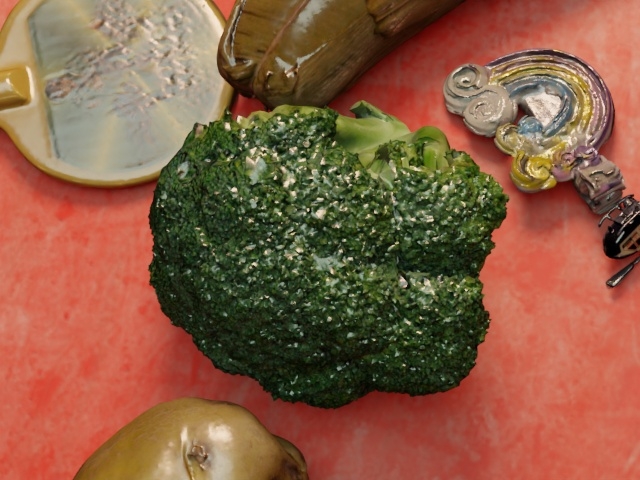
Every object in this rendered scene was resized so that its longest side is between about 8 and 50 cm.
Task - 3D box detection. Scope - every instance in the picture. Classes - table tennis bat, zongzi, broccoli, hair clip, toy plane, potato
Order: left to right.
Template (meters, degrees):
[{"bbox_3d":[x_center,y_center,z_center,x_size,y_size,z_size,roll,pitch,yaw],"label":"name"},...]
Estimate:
[{"bbox_3d":[-0.227,-0.129,1.507,0.320,0.050,0.198,-10,76,0],"label":"table tennis bat"},{"bbox_3d":[-0.108,0.201,1.340,0.200,0.154,0.137,-31,40,4],"label":"potato"},{"bbox_3d":[0.000,0.000,1.361,0.294,0.265,0.245,18,45,40],"label":"broccoli"},{"bbox_3d":[0.093,-0.197,1.439,0.300,0.145,0.274,21,82,5],"label":"zongzi"},{"bbox_3d":[0.183,-0.096,1.449,0.116,0.049,0.172,-28,65,-15],"label":"hair clip"},{"bbox_3d":[0.261,-0.017,1.416,0.120,0.031,0.049,-43,117,-7],"label":"toy plane"}]
